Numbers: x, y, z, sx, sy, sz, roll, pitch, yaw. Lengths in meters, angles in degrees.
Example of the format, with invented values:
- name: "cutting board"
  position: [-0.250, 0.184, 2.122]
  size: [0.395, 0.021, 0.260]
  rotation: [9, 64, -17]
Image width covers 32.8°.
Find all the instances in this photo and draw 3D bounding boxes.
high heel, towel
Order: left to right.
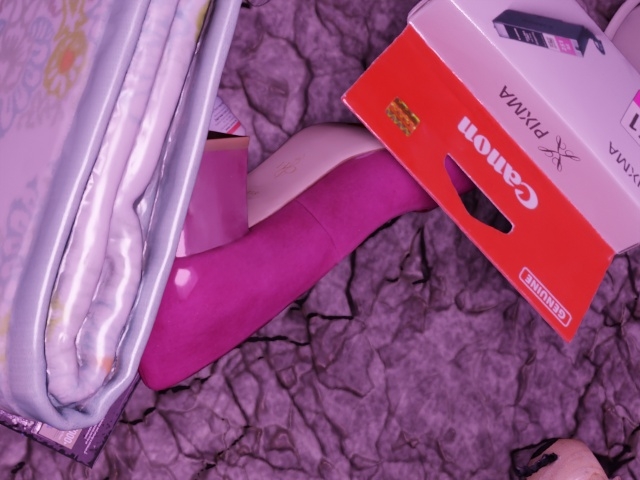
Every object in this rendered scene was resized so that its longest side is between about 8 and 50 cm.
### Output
- name: "towel"
  position: [-0.200, -0.086, 0.737]
  size: [0.090, 0.321, 0.374]
  rotation: [25, 79, -44]
- name: "high heel"
  position: [0.000, 0.000, 0.875]
  size: [0.377, 0.127, 0.181]
  rotation: [-6, 105, -39]

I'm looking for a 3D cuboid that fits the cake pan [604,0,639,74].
- name: "cake pan"
  position: [0.374, -0.117, 1.057]
  size: [0.293, 0.054, 0.293]
  rotation: [1, 88, -18]

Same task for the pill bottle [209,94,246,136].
- name: "pill bottle"
  position: [-0.140, -0.119, 0.869]
  size: [0.087, 0.087, 0.160]
  rotation: [-42, 101, -15]

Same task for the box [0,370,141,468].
- name: "box"
  position: [-0.202, 0.060, 0.847]
  size: [0.147, 0.077, 0.180]
  rotation: [30, 79, -16]

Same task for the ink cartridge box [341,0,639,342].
- name: "ink cartridge box"
  position: [0.176, -0.095, 0.887]
  size: [0.275, 0.060, 0.239]
  rotation: [46, 50, -10]

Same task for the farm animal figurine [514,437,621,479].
- name: "farm animal figurine"
  position: [0.210, 0.315, 0.919]
  size: [0.327, 0.172, 0.330]
  rotation: [16, 113, -25]

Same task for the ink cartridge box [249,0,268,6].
- name: "ink cartridge box"
  position: [-0.036, -0.394, 0.922]
  size: [0.261, 0.066, 0.296]
  rotation: [-39, 101, -14]
